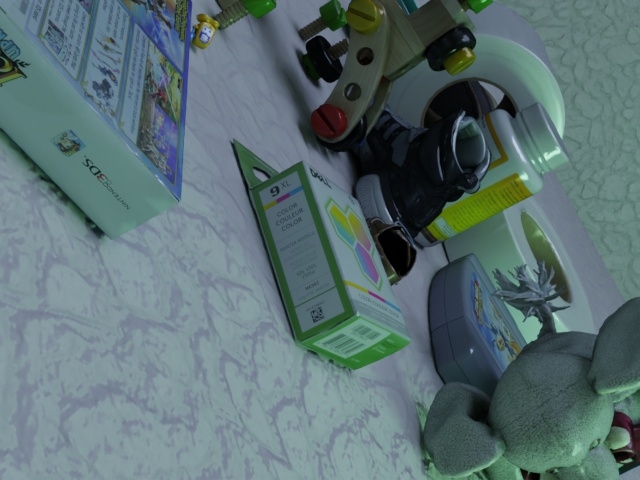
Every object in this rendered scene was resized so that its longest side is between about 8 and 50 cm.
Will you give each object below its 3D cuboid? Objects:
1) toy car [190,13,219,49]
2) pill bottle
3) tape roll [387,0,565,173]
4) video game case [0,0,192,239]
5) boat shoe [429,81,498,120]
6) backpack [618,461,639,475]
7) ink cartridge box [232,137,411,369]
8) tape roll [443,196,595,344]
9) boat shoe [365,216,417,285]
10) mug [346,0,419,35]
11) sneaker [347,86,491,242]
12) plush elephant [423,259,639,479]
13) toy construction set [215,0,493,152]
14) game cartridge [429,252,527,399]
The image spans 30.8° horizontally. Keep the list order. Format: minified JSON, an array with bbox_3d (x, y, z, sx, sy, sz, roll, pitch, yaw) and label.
[{"bbox_3d":[-0.121,-0.208,1.010,0.122,0.060,0.040,37,61,-40],"label":"toy car"},{"bbox_3d":[0.197,-0.086,1.457,0.117,0.215,0.117,53,19,-28],"label":"pill bottle"},{"bbox_3d":[0.198,-0.187,1.566,0.246,0.246,0.169,55,19,-21],"label":"tape roll"},{"bbox_3d":[-0.182,-0.170,0.757,0.244,0.061,0.269,49,22,-33],"label":"video game case"},{"bbox_3d":[0.170,-0.245,1.817,0.130,0.132,0.355,37,20,-34],"label":"boat shoe"},{"bbox_3d":[0.407,0.281,1.686,0.084,0.105,0.114,44,19,-48],"label":"backpack"},{"bbox_3d":[0.000,0.000,1.017,0.109,0.062,0.209,32,33,-57],"label":"ink cartridge box"},{"bbox_3d":[0.285,0.043,1.676,0.286,0.100,0.286,47,26,-31],"label":"tape roll"},{"bbox_3d":[0.062,0.017,1.161,0.066,0.066,0.183,57,18,-16],"label":"boat shoe"},{"bbox_3d":[0.098,-0.309,1.714,0.129,0.097,0.158,53,20,-28],"label":"mug"},{"bbox_3d":[0.113,-0.114,1.362,0.101,0.153,0.268,48,22,-39],"label":"sneaker"},{"bbox_3d":[0.255,0.184,1.144,0.330,0.272,0.255,58,22,0],"label":"plush elephant"},{"bbox_3d":[0.039,-0.269,1.244,0.309,0.237,0.257,37,30,-53],"label":"toy construction set"},{"bbox_3d":[0.201,0.134,1.410,0.198,0.062,0.297,61,17,-16],"label":"game cartridge"}]
